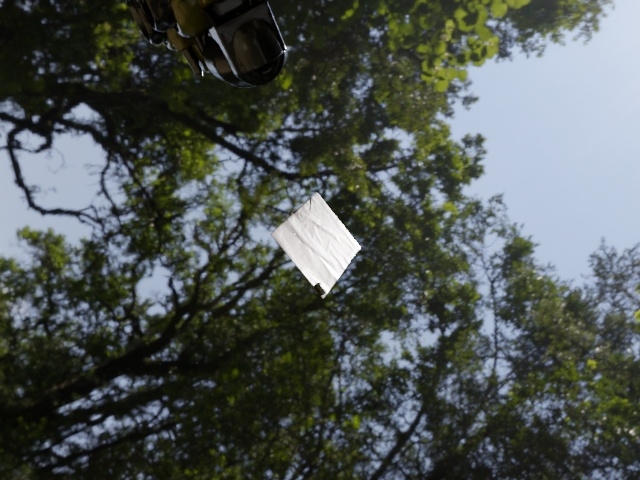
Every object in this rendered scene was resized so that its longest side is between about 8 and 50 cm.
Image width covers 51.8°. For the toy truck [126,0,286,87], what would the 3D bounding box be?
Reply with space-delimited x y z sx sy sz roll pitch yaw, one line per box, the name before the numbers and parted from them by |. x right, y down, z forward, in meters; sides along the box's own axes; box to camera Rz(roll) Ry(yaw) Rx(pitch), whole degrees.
toy truck | -0.120 -0.250 0.755 0.165 0.147 0.224 62 -14 -17

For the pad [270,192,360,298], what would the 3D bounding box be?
pad | 0.000 0.000 0.943 0.006 0.188 0.113 -37 -85 28
